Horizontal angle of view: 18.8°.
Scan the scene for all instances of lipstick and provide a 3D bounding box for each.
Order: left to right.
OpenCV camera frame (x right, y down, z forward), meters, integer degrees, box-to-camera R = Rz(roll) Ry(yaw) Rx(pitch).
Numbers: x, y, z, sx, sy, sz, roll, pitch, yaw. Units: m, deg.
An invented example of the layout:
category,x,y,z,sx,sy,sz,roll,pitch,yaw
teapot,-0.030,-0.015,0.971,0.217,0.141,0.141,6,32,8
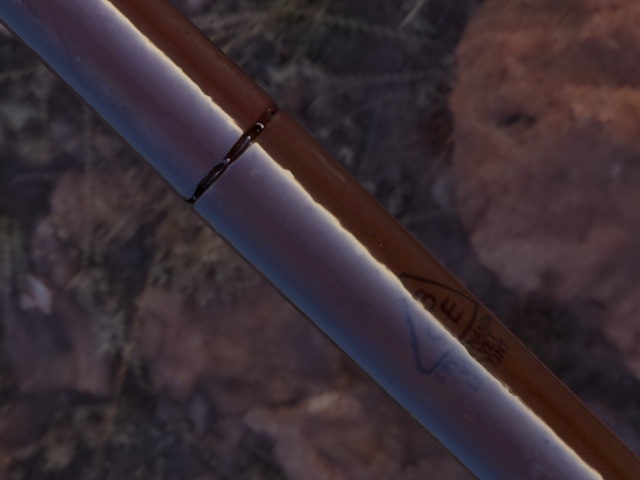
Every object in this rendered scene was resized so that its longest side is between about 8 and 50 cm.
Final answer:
category,x,y,z,sx,sy,sz,roll,pitch,yaw
lipstick,0.000,0.000,0.765,0.356,0.057,0.057,44,136,-5
